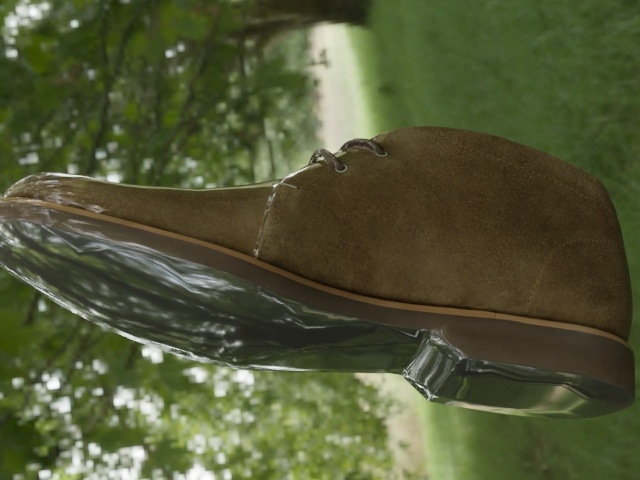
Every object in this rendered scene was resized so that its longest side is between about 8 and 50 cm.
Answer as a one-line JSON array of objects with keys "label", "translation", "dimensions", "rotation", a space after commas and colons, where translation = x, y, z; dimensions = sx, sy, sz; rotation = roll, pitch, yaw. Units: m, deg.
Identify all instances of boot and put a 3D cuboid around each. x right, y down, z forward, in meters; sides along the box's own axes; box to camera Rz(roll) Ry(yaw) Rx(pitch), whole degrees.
[{"label": "boot", "translation": [0.000, 0.000, 0.624], "dimensions": [0.112, 0.305, 0.115], "rotation": [129, 151, -66]}]
